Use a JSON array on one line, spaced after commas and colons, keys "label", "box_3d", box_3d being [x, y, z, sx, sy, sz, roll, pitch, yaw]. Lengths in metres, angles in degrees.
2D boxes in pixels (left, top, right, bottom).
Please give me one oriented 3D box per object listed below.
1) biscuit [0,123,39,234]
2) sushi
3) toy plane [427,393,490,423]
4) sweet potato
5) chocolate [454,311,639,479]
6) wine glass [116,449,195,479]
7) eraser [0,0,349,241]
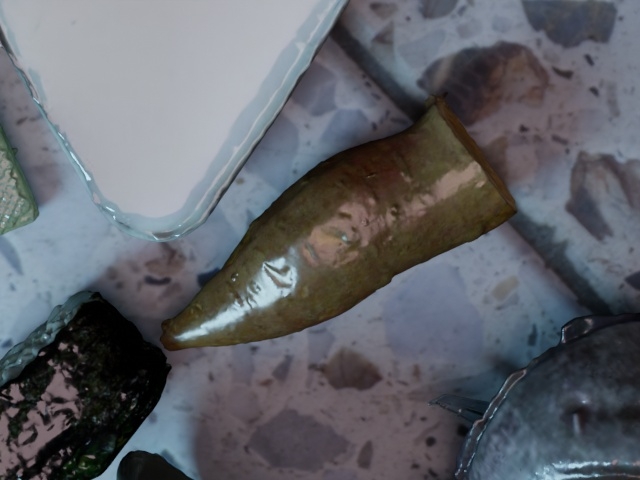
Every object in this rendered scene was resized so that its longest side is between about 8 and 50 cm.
[{"label": "biscuit", "box_3d": [-0.329, -0.086, 0.866, 0.121, 0.040, 0.199, -22, 107, -5]}, {"label": "sushi", "box_3d": [-0.236, 0.154, 0.883, 0.225, 0.124, 0.127, -44, 105, -15]}, {"label": "toy plane", "box_3d": [0.186, 0.201, 0.989, 0.226, 0.058, 0.226, -34, 119, 2]}, {"label": "sweet potato", "box_3d": [0.001, 0.002, 0.894, 0.337, 0.131, 0.131, -29, 104, -1]}, {"label": "chocolate", "box_3d": [0.291, 0.238, 0.890, 0.303, 0.213, 0.303, -9, 118, -18]}, {"label": "wine glass", "box_3d": [-0.199, 0.417, 0.864, 0.267, 0.267, 0.406, 42, 87, -13]}, {"label": "eraser", "box_3d": [-0.128, -0.157, 0.832, 0.331, 0.150, 0.331, -1, 99, -6]}]
